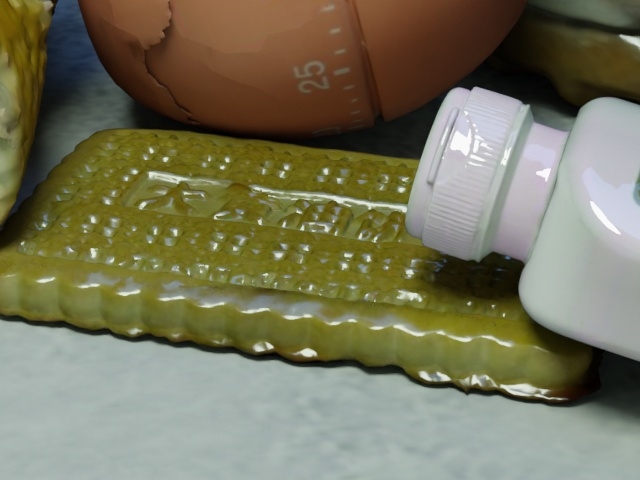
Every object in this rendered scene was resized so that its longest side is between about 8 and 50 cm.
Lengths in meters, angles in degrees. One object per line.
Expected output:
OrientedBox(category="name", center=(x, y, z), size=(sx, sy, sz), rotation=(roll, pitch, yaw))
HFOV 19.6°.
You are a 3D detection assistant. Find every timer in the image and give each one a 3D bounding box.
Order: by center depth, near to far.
OrientedBox(category="timer", center=(-0.014, -0.162, 0.874), size=(0.215, 0.229, 0.229), rotation=(-13, 27, -4))

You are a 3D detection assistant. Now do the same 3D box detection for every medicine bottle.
OrientedBox(category="medicine bottle", center=(0.143, 0.004, 0.682), size=(0.219, 0.078, 0.115), rotation=(18, 32, 7))

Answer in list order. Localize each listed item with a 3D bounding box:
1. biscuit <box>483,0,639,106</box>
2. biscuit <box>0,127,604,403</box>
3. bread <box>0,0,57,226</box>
OrientedBox(category="biscuit", center=(0.202, -0.171, 1.051), size=(0.268, 0.115, 0.366), rotation=(13, 27, 19))
OrientedBox(category="biscuit", center=(0.000, 0.000, 0.775), size=(0.254, 0.029, 0.172), rotation=(8, 26, 10))
OrientedBox(category="bread", center=(-0.230, -0.121, 0.850), size=(0.236, 0.165, 0.375), rotation=(-3, 26, -1))
